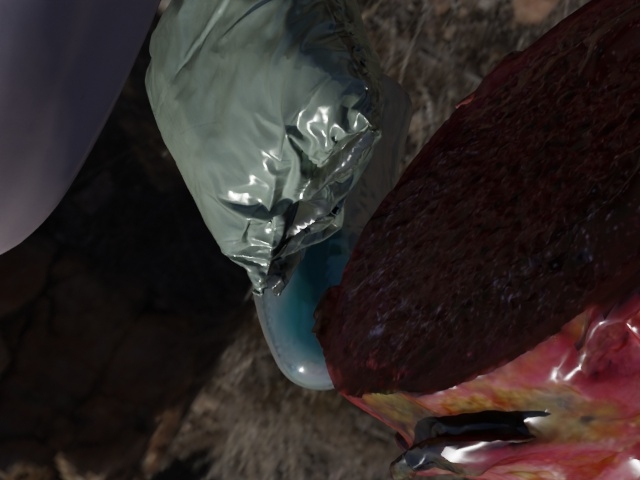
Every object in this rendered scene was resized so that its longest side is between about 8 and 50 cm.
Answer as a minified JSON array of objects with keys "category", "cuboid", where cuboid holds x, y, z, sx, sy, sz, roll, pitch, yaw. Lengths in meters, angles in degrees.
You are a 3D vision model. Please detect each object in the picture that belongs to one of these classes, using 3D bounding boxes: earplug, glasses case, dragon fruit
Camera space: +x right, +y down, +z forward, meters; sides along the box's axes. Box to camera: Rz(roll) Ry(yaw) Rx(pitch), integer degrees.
[{"category":"earplug","cuboid":[0.000,0.000,1.573,0.185,0.324,0.185,2,151,1]},{"category":"glasses case","cuboid":[-0.100,-0.131,0.600,0.075,0.113,0.297,26,97,23]},{"category":"dragon fruit","cuboid":[0.194,0.012,0.927,0.371,0.386,0.249,-41,108,13]}]

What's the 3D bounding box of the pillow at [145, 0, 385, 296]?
[{"category":"pillow","cuboid":[-0.047,-0.141,1.348,0.138,0.310,0.283,-3,144,-29]}]
